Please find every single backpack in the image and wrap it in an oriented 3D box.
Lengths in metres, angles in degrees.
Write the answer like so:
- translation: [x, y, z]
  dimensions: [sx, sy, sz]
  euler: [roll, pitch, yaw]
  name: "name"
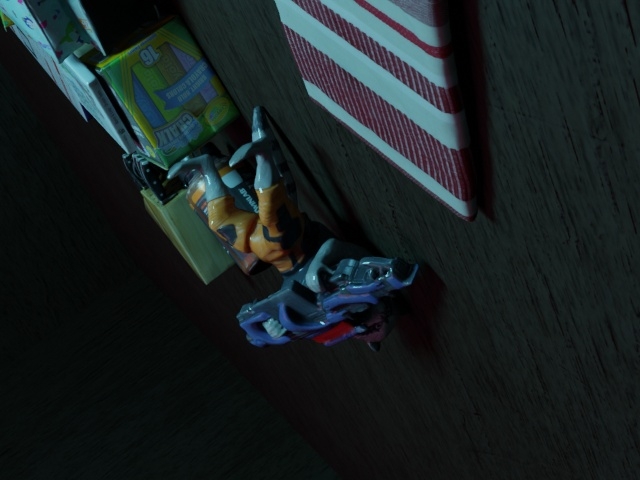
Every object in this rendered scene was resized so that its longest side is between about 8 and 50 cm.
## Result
- translation: [-0.342, -0.368, 1.491]
  dimensions: [0.253, 0.191, 0.225]
  euler: [51, 169, 31]
  name: "backpack"

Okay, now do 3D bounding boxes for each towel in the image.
- translation: [0.039, -0.172, 0.986]
  dimensions: [0.237, 0.037, 0.329]
  euler: [42, 166, 31]
  name: "towel"

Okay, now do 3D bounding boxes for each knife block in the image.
- translation: [-0.266, -0.064, 2.243]
  dimensions: [0.276, 0.088, 0.242]
  euler: [52, 168, 5]
  name: "knife block"

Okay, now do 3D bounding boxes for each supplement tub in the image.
- translation: [-0.128, -0.052, 1.743]
  dimensions: [0.198, 0.106, 0.106]
  euler: [50, 167, 9]
  name: "supplement tub"

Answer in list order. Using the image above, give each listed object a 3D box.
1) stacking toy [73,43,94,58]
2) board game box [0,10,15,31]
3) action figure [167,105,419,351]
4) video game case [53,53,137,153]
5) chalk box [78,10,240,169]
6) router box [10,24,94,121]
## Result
- translation: [-0.380, -0.353, 1.783]
  dimensions: [0.141, 0.141, 0.330]
  euler: [57, 171, -20]
  name: "stacking toy"
- translation: [-0.515, -0.445, 1.854]
  dimensions: [0.259, 0.039, 0.124]
  euler: [115, 137, -67]
  name: "board game box"
- translation: [0.000, 0.000, 1.450]
  dimensions: [0.341, 0.178, 0.330]
  euler: [-17, 120, 48]
  name: "action figure"
- translation: [-0.316, -0.204, 1.589]
  dimensions: [0.157, 0.019, 0.143]
  euler: [44, 166, 37]
  name: "video game case"
- translation: [-0.207, -0.188, 1.599]
  dimensions: [0.213, 0.132, 0.132]
  euler: [58, 165, -27]
  name: "chalk box"
- translation: [-0.516, -0.415, 2.189]
  dimensions: [0.301, 0.082, 0.335]
  euler: [50, 167, 12]
  name: "router box"
